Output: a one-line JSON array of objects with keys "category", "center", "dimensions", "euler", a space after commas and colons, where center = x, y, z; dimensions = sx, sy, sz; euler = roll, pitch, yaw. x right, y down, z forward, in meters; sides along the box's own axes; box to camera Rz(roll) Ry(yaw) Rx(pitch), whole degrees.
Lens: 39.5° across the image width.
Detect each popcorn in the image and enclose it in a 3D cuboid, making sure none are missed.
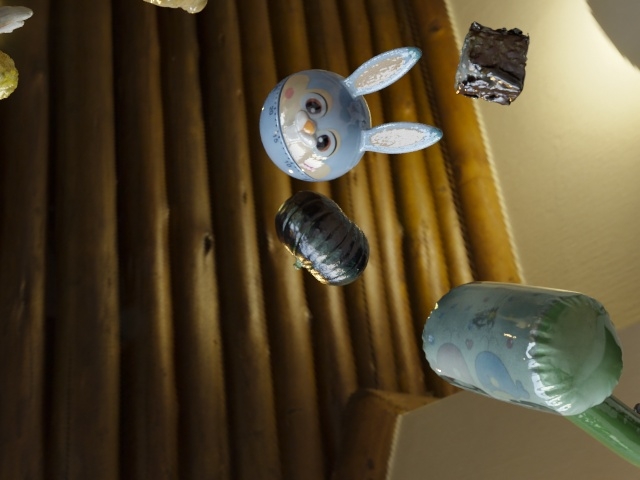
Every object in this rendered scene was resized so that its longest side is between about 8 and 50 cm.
[{"category": "popcorn", "center": [-0.445, -0.225, 1.168], "dimensions": [0.084, 0.084, 0.084], "euler": [15, -120, -28]}]

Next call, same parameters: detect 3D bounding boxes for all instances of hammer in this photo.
[{"category": "hammer", "center": [0.273, 0.157, 0.924], "dimensions": [0.336, 0.206, 0.118], "euler": [35, -103, -27]}]

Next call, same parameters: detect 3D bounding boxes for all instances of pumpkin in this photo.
[{"category": "pumpkin", "center": [0.000, 0.000, 1.682], "dimensions": [0.140, 0.202, 0.202], "euler": [-42, -85, -3]}]

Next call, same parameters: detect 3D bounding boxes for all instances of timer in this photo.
[{"category": "timer", "center": [0.019, -0.163, 1.216], "dimensions": [0.175, 0.255, 0.175], "euler": [1, -92, -31]}]

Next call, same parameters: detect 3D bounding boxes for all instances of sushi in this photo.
[{"category": "sushi", "center": [0.211, -0.214, 1.110], "dimensions": [0.084, 0.094, 0.098], "euler": [14, -114, 2]}]

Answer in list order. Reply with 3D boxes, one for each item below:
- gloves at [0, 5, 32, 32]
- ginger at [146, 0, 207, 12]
[{"category": "gloves", "center": [-0.470, -0.328, 1.171], "dimensions": [0.131, 0.219, 0.140], "euler": [-39, -90, -28]}, {"category": "ginger", "center": [-0.159, -0.405, 1.080], "dimensions": [0.219, 0.270, 0.123], "euler": [41, -156, -22]}]
